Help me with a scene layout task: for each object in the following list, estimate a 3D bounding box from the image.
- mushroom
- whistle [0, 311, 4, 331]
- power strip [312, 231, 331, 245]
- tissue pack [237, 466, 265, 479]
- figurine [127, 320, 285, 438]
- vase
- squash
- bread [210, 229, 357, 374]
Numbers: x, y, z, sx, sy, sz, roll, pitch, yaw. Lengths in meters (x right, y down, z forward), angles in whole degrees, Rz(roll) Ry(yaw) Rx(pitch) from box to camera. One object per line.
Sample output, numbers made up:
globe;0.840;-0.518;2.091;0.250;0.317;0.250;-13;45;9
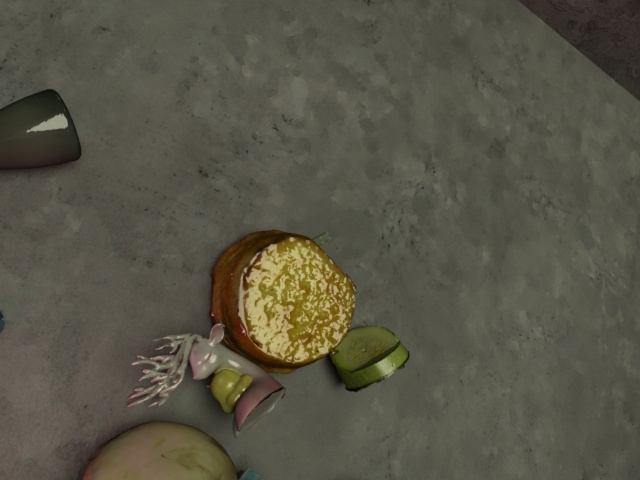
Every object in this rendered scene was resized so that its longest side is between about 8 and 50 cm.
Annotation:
mushroom;-0.341;0.585;1.335;0.325;0.353;0.353;-23;92;-15
whistle;-0.801;0.270;1.273;0.062;0.062;0.304;46;62;-15
power strip;0.000;0.000;1.806;0.083;0.017;0.027;-27;96;-30
tissue pack;-0.216;0.704;1.495;0.229;0.145;0.159;-48;137;-27
figurine;-0.281;0.334;1.429;0.315;0.206;0.284;36;50;19
vase;-0.730;-0.218;1.355;0.321;0.173;0.173;-25;94;-26
squash;0.145;0.332;1.711;0.220;0.220;0.133;-28;98;-31
bread;-0.106;0.159;1.605;0.398;0.215;0.398;4;79;-23
